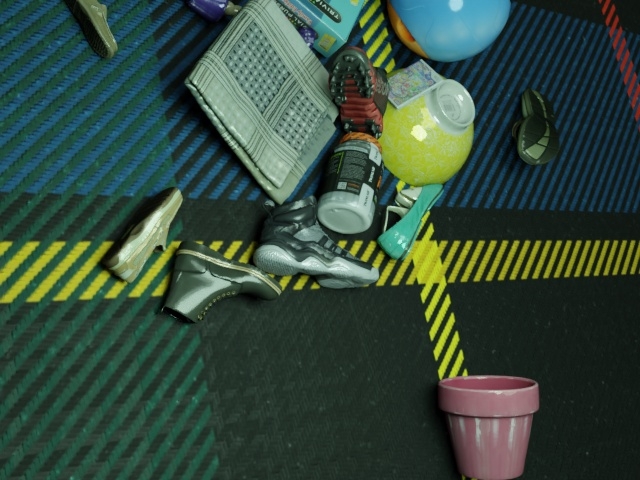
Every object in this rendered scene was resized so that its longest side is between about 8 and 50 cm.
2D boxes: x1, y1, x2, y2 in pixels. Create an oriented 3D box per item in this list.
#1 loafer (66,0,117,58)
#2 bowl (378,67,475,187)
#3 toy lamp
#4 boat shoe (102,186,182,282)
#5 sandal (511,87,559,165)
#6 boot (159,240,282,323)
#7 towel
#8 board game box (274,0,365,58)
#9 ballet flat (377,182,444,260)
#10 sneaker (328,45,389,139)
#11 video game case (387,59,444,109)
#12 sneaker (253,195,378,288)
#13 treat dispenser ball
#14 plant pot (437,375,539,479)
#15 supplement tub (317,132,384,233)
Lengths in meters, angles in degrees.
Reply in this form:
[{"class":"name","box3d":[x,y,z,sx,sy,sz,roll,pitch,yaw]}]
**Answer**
[{"class":"loafer","box3d":[-0.402,-0.397,1.442,0.050,0.056,0.148,-31,91,-34]},{"class":"bowl","box3d":[0.253,-0.279,1.816,0.290,0.156,0.289,14,64,-31]},{"class":"toy lamp","box3d":[-0.142,-0.450,1.644,0.275,0.080,0.080,18,62,-30]},{"class":"boat shoe","box3d":[-0.289,-0.008,1.371,0.072,0.068,0.190,50,60,-25]},{"class":"sandal","box3d":[0.551,-0.284,2.094,0.120,0.086,0.302,36,39,-13]},{"class":"boot","box3d":[-0.176,0.101,1.406,0.198,0.077,0.137,22,64,-13]},{"class":"towel","box3d":[-0.090,-0.282,1.573,0.324,0.056,0.312,53,48,-30]},{"class":"board game box","box3d":[-0.009,-0.610,1.805,0.254,0.079,0.336,36,54,-18]},{"class":"ballet flat","box3d":[0.190,-0.062,1.734,0.087,0.083,0.247,36,51,-2]},{"class":"sneaker","box3d":[0.082,-0.323,1.654,0.276,0.098,0.135,65,36,-62]},{"class":"video game case","box3d":[0.194,-0.340,1.749,0.122,0.011,0.087,-31,55,-8]},{"class":"sneaker","box3d":[0.000,0.000,1.547,0.269,0.101,0.153,14,67,-29]},{"class":"treat dispenser ball","box3d":[0.299,-0.564,1.881,0.288,0.288,0.288,15,64,-32]},{"class":"plant pot","box3d":[0.335,0.371,1.601,0.201,0.201,0.180,0,87,-37]},{"class":"supplement tub","box3d":[0.064,-0.119,1.636,0.117,0.117,0.190,30,57,-24]}]
